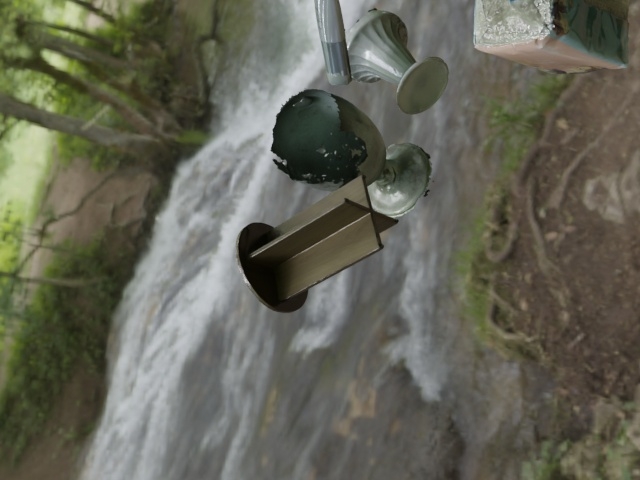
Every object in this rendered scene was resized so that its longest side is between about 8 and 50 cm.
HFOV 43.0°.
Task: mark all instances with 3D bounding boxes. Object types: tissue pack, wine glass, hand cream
[{"bbox_3d":[0.162,-0.153,0.571,0.074,0.094,0.058,5,90,53],"label":"tissue pack"},{"bbox_3d":[0.151,-0.356,1.656,0.196,0.165,0.165,51,127,36],"label":"wine glass"},{"bbox_3d":[0.063,-0.170,1.639,0.190,0.357,0.190,-12,71,36],"label":"wine glass"},{"bbox_3d":[0.017,-0.402,1.472,0.079,0.048,0.255,-125,19,-48],"label":"hand cream"}]

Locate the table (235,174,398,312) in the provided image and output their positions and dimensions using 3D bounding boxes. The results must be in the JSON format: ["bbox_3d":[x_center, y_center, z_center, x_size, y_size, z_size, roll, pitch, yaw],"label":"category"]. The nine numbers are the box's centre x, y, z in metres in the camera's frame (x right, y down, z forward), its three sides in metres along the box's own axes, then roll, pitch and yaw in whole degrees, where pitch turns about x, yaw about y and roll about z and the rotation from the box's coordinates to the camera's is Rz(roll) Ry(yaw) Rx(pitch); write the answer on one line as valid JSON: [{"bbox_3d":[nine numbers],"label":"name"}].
[{"bbox_3d":[0.000,0.000,1.315,0.227,0.167,0.167,-30,52,32],"label":"table"}]
